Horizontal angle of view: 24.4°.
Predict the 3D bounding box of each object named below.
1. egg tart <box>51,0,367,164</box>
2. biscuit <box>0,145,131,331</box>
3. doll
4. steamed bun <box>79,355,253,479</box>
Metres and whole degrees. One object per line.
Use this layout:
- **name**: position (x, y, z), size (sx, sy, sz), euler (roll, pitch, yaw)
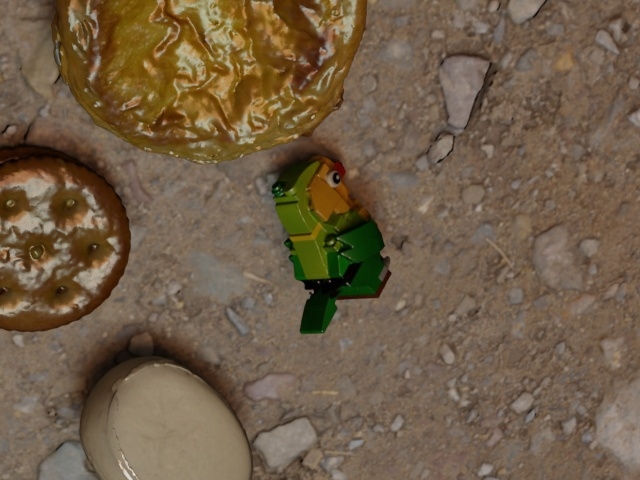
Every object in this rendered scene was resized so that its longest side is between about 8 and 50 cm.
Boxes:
- **egg tart**: position (-0.120, -0.235, 1.551), size (0.341, 0.129, 0.341), euler (-7, 123, -11)
- **biscuit**: position (-0.321, 0.000, 1.644), size (0.220, 0.066, 0.220), euler (-9, 118, -16)
- **doll**: position (0.006, -0.003, 1.711), size (0.134, 0.106, 0.186), euler (-27, 105, -40)
- **steamed bun**: position (-0.187, 0.245, 1.747), size (0.228, 0.130, 0.177), euler (43, 54, -21)
